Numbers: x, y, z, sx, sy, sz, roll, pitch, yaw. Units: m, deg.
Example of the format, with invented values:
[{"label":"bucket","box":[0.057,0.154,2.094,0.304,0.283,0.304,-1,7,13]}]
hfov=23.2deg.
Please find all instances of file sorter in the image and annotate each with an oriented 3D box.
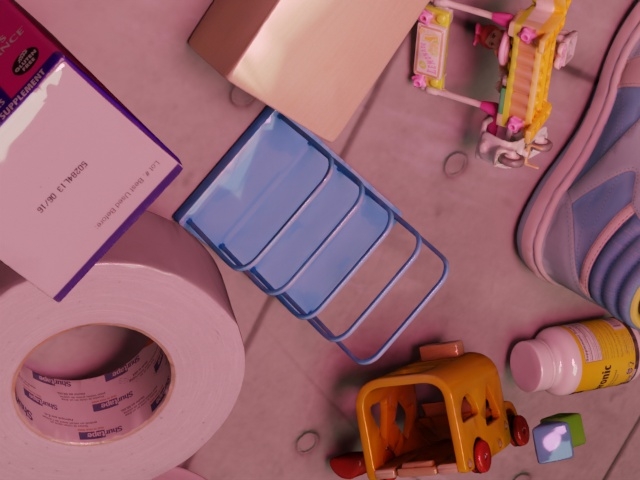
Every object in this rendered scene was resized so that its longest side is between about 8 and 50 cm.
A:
[{"label":"file sorter","box":[0.000,0.000,1.190,0.118,0.104,0.170,-50,131,1]}]

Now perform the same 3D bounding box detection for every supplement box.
[{"label":"supplement box","box":[-0.196,-0.079,0.940,0.111,0.220,0.114,-47,130,-1]}]

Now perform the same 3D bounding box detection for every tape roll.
[{"label":"tape roll","box":[-0.167,0.082,1.116,0.219,0.072,0.219,-9,130,-12]}]

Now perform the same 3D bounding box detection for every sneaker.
[{"label":"sneaker","box":[0.311,-0.067,1.281,0.127,0.208,0.319,15,108,-35]}]

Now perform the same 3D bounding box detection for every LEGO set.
[{"label":"LEGO set","box":[0.147,-0.195,1.197,0.132,0.107,0.287,-28,134,-63]}]

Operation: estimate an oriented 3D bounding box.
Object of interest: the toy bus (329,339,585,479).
[{"label":"toy bus","box":[0.110,0.141,1.341,0.191,0.202,0.104,-11,92,-20]}]

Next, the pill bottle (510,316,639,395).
[{"label":"pill bottle","box":[0.234,0.108,1.432,0.116,0.065,0.065,-7,120,-29]}]

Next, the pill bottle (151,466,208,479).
[{"label":"pill bottle","box":[-0.144,0.298,1.267,0.117,0.117,0.208,-5,120,-31]}]

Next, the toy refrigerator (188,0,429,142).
[{"label":"toy refrigerator","box":[0.029,-0.215,1.090,0.102,0.094,0.269,29,99,-34]}]
